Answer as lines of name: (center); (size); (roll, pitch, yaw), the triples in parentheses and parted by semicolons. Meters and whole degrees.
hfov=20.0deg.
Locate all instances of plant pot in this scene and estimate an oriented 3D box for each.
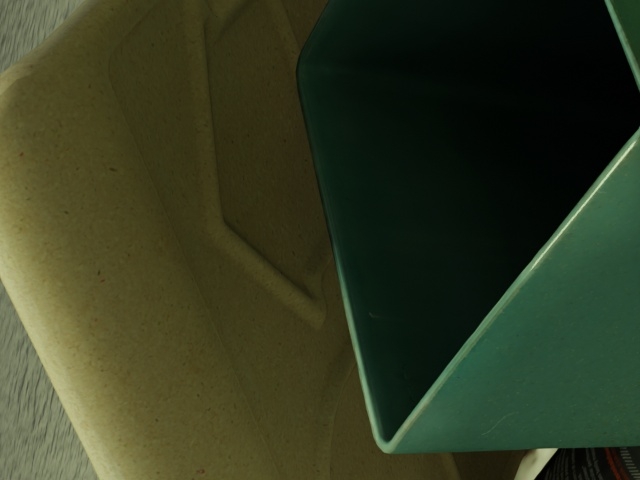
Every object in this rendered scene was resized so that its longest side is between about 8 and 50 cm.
plant pot: (0.140, -0.033, 0.593); (0.166, 0.234, 0.165); (124, 145, -44)

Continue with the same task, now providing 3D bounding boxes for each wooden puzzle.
wooden puzzle: (0.000, 0.000, 0.736); (0.080, 0.348, 0.322); (-4, 121, 32)

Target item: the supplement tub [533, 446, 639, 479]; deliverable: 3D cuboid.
supplement tub: (0.145, 0.110, 0.747); (0.198, 0.106, 0.106); (119, 148, -47)
